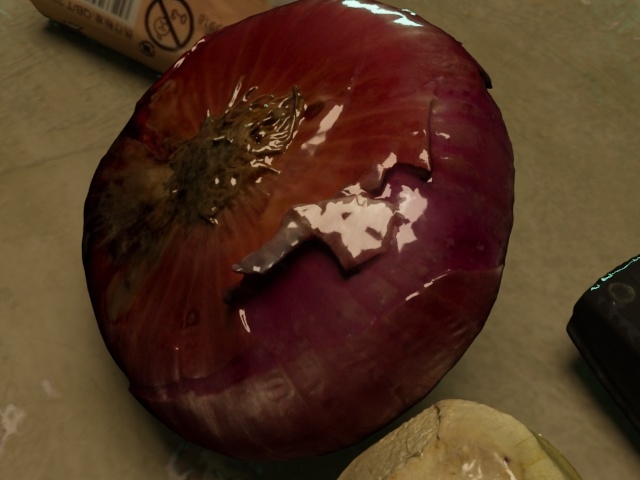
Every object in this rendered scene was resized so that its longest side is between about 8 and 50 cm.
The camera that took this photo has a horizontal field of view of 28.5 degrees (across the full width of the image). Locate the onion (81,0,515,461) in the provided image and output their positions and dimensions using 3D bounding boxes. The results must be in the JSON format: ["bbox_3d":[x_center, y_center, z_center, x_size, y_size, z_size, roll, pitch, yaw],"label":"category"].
[{"bbox_3d":[0.000,0.000,0.929,0.348,0.285,0.347,-18,58,32],"label":"onion"}]

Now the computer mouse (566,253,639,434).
[{"bbox_3d":[0.317,0.114,0.934,0.170,0.100,0.269,-19,49,-23],"label":"computer mouse"}]

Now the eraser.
[{"bbox_3d":[-0.125,-0.229,1.153,0.290,0.171,0.087,27,22,18],"label":"eraser"}]

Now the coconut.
[{"bbox_3d":[0.093,0.196,0.802,0.194,0.194,0.194,2,49,-3],"label":"coconut"}]
